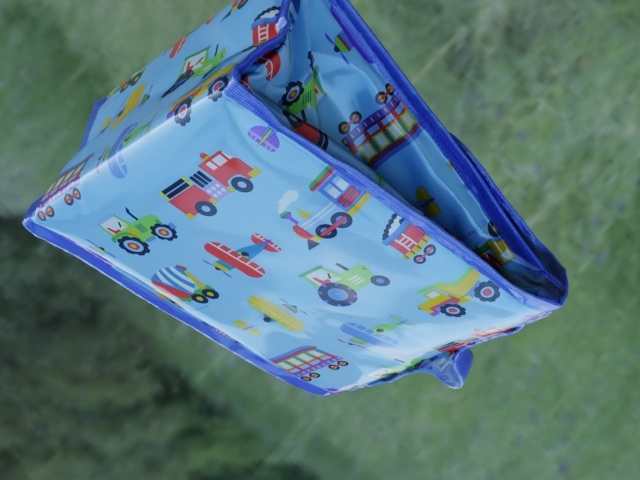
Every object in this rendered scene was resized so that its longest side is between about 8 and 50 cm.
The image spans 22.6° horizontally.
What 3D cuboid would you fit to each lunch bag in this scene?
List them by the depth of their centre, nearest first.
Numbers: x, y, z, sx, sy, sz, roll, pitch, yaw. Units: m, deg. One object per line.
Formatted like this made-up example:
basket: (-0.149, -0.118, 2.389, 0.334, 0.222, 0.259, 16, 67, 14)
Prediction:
lunch bag: (0.000, 0.000, 1.029, 0.293, 0.138, 0.221, 43, 136, -20)
